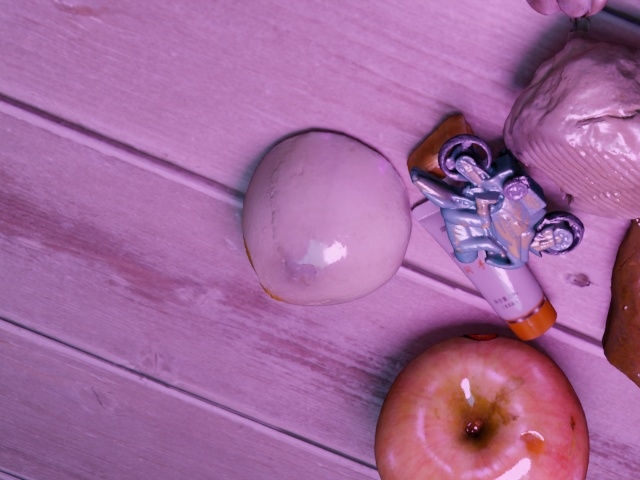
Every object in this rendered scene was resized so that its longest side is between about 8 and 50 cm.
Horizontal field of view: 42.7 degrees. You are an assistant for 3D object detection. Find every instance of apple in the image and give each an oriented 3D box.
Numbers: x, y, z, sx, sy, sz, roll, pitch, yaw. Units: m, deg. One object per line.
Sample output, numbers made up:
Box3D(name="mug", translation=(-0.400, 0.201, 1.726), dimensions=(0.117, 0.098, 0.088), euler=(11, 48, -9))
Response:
Box3D(name="apple", translation=(0.295, 0.374, 1.522), dimensions=(0.391, 0.391, 0.346), euler=(-4, 150, 17))

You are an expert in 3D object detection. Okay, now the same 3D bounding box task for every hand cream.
Box3D(name="hand cream", translation=(0.307, 0.033, 1.454), dimensions=(0.139, 0.089, 0.314), euler=(-32, 103, 36))

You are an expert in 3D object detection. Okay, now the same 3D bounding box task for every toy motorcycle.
Box3D(name="toy motorcycle", translation=(0.275, -0.049, 1.333), dimensions=(0.296, 0.109, 0.198), euler=(40, 120, -22))

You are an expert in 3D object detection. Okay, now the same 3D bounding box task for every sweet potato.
Box3D(name="sweet potato", translation=(0.568, 0.112, 1.401), dimensions=(0.157, 0.158, 0.370), euler=(3, 121, 12))

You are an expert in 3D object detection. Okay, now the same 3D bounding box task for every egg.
Box3D(name="egg", translation=(0.000, 0.000, 1.430), dimensions=(0.337, 0.201, 0.337), euler=(7, 127, 9))

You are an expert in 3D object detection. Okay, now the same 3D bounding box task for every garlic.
Box3D(name="garlic", translation=(0.345, -0.349, 1.156), dimensions=(0.131, 0.127, 0.194), euler=(41, 159, 37))

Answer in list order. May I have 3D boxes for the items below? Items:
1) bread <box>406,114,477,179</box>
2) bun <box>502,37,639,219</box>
Box3D(name="bread", translation=(0.199, -0.145, 1.356), dimensions=(0.053, 0.074, 0.132), euler=(29, 129, -28))
Box3D(name="bun", translation=(0.422, -0.172, 1.189), dimensions=(0.281, 0.205, 0.281), euler=(23, 168, 5))
